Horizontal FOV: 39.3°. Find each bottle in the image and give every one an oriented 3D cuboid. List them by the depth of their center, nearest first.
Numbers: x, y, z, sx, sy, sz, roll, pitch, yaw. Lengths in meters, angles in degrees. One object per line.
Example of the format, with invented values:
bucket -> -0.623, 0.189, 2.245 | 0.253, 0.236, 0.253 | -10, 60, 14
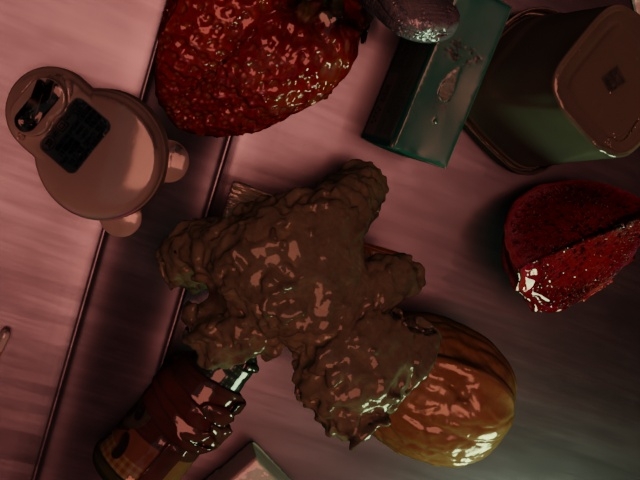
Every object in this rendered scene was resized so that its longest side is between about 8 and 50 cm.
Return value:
bottle -> -0.201, 0.248, 1.306 | 0.156, 0.143, 0.271 | 42, 93, 28

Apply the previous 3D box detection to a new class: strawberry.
strawberry -> -0.093, -0.260, 1.185 | 0.250, 0.238, 0.288 | 36, 104, -13

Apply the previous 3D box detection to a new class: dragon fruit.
dragon fruit -> 0.384, -0.002, 1.389 | 0.261, 0.163, 0.189 | -20, 75, -12

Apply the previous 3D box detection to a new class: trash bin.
trash bin -> 0.352, -0.217, 1.281 | 0.220, 0.250, 0.219 | 41, 84, -16

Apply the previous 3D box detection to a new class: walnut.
walnut -> 0.168, 0.222, 1.344 | 0.261, 0.225, 0.225 | 22, 95, -9

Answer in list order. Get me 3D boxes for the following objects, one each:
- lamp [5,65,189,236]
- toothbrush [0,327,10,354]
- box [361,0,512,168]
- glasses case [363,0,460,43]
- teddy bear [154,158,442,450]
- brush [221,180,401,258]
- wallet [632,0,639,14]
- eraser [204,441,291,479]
lamp -> -0.312, -0.133, 1.221 | 0.246, 0.108, 0.179 | 41, 93, -9
toothbrush -> -0.517, 0.254, 1.294 | 0.024, 0.021, 0.288 | 28, 94, -27
box -> 0.161, -0.236, 1.283 | 0.092, 0.153, 0.245 | 21, 96, -16
glasses case -> 0.090, -0.361, 1.199 | 0.109, 0.282, 0.067 | -6, 139, -31
teddy bear -> -0.010, 0.099, 1.231 | 0.357, 0.224, 0.368 | -22, 92, -11
brush -> 0.000, 0.000, 1.364 | 0.314, 0.017, 0.090 | 19, 96, -16
wallet -> 0.509, -0.387, 1.405 | 0.044, 0.011, 0.083 | -19, 105, -8
eraser -> -0.171, 0.453, 1.375 | 0.287, 0.086, 0.130 | -41, 106, -3
